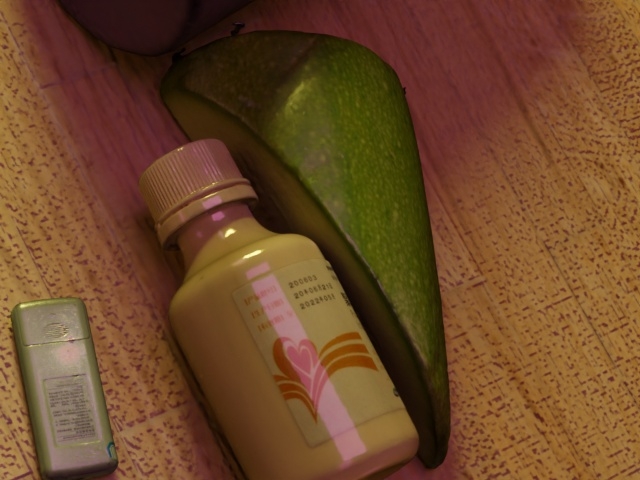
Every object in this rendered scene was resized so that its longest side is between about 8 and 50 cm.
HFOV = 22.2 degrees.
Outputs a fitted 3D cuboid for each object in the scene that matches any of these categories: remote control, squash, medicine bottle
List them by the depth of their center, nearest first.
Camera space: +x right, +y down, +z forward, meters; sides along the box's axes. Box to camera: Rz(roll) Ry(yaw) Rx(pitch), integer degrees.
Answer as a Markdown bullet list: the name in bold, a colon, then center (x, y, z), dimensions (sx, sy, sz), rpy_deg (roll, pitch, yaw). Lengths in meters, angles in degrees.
- **remote control**: center (-0.167, 0.096, 1.057), dimensions (0.053, 0.018, 0.124), rpy_deg (-7, 69, -23)
- **medicine bottle**: center (-0.038, 0.054, 1.073), dimensions (0.114, 0.114, 0.252), rpy_deg (-21, 75, -29)
- **squash**: center (0.000, 0.000, 1.118), dimensions (0.203, 0.111, 0.289), rpy_deg (6, 66, -18)

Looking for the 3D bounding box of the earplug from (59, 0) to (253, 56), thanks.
- **earplug**: center (-0.003, -0.322, 1.217), dimensions (0.456, 0.215, 0.215), rpy_deg (-34, 82, -34)
